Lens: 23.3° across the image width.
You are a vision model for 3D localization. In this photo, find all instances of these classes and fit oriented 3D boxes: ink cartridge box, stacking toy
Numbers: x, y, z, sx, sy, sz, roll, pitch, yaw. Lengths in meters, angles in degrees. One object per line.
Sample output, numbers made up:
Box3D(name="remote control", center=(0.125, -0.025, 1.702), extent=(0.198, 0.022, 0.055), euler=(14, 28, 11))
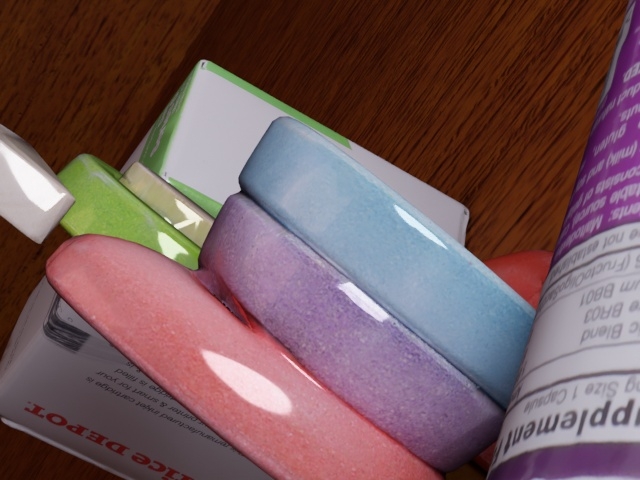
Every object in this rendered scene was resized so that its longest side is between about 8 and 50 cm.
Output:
Box3D(name="ink cartridge box", center=(-0.065, 0.045, 0.995), extent=(0.273, 0.198, 0.114), euler=(-46, 22, 42))
Box3D(name="stacking toy", center=(0.000, 0.000, 0.618), extent=(0.130, 0.279, 0.309), euler=(-51, -22, 0))

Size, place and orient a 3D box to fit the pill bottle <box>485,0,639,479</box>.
Box3D(name="pill bottle", center=(0.135, 0.054, 0.416), extent=(0.169, 0.169, 0.301), euler=(-33, 33, 60))
